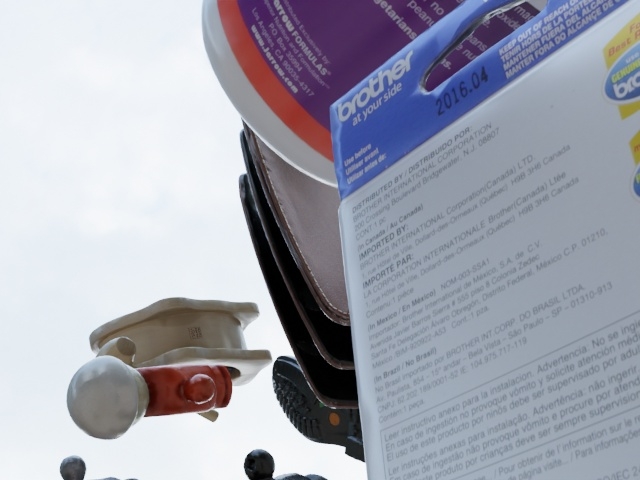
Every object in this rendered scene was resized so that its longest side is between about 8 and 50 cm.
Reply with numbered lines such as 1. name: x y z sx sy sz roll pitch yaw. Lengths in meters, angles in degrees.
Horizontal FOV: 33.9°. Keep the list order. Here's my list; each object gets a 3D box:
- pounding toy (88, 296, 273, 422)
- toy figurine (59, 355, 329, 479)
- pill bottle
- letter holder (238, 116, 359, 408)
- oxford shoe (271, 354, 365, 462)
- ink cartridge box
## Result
1. pounding toy: -0.176 0.164 1.246 0.154 0.155 0.269 -32 -25 35
2. toy figurine: -0.121 0.207 0.774 0.148 0.213 0.209 5 -55 -56
3. pill bottle: 0.090 -0.176 0.579 0.181 0.181 0.323 33 -49 -24
4. letter holder: 0.000 0.000 1.041 0.214 0.302 0.152 7 -43 -38
5. oxford shoe: 0.030 0.184 1.181 0.096 0.227 0.083 -10 -68 -39
6. ink cartridge box: 0.092 0.044 0.349 0.065 0.311 0.186 16 -36 -37
